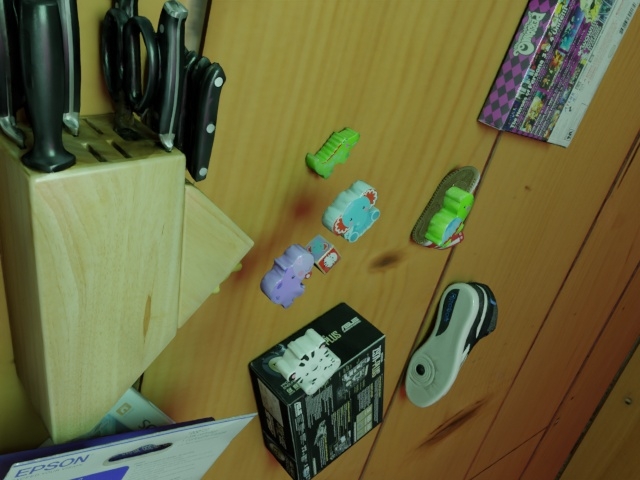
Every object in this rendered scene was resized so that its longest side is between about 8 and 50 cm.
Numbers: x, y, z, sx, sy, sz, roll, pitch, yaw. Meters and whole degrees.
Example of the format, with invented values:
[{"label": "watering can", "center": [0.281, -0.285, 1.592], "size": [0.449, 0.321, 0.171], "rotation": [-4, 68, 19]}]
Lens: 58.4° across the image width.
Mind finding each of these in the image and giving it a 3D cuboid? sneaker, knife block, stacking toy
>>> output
[{"label": "sneaker", "center": [0.174, -0.039, 0.744], "size": [0.067, 0.042, 0.118], "rotation": [21, 109, -47]}, {"label": "knife block", "center": [-0.167, -0.023, 0.368], "size": [0.275, 0.088, 0.242], "rotation": [-49, 141, -5]}, {"label": "stacking toy", "center": [0.000, 0.000, 0.494], "size": [0.221, 0.167, 0.052], "rotation": [-46, 141, -9]}, {"label": "sneaker", "center": [0.224, 0.170, 0.922], "size": [0.121, 0.079, 0.216], "rotation": [4, 113, -46]}]

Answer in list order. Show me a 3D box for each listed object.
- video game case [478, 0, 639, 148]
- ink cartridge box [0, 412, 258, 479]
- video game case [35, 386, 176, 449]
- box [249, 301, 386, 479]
[{"label": "video game case", "center": [0.316, -0.243, 0.738], "size": [0.210, 0.042, 0.232], "rotation": [-1, 118, -46]}, {"label": "ink cartridge box", "center": [-0.186, 0.205, 0.477], "size": [0.206, 0.045, 0.208], "rotation": [6, 130, -48]}, {"label": "video game case", "center": [-0.226, 0.249, 0.563], "size": [0.201, 0.023, 0.183], "rotation": [-41, 140, -15]}, {"label": "box", "center": [0.002, 0.191, 0.711], "size": [0.147, 0.077, 0.180], "rotation": [-30, 136, -27]}]
